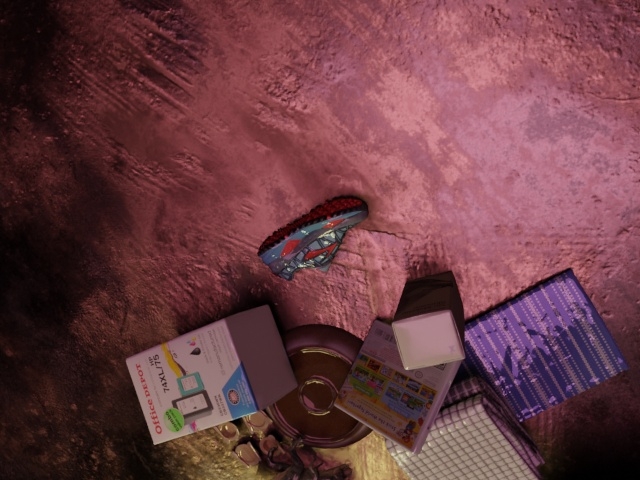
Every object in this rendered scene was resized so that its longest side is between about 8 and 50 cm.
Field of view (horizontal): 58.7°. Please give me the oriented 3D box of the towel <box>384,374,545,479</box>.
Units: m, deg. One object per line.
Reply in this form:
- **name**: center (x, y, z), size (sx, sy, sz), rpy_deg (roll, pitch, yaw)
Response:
- **towel**: center (0.299, 0.423, 1.172), size (0.235, 0.121, 0.284), rpy_deg (-33, 113, 21)

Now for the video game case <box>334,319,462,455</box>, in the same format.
- **video game case**: center (0.152, 0.289, 1.160), size (0.227, 0.026, 0.206), rpy_deg (17, 76, 47)

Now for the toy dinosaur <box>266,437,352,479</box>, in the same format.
- **toy dinosaur**: center (-0.069, 0.519, 1.285), size (0.268, 0.064, 0.118), rpy_deg (-17, 66, 5)

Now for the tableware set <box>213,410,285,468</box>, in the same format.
- **tableware set**: center (-0.167, 0.475, 1.365), size (0.168, 0.020, 0.141), rpy_deg (-31, 98, 26)

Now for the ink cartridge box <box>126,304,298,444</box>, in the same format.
- **ink cartridge box**: center (-0.232, 0.286, 1.234), size (0.270, 0.197, 0.198), rpy_deg (-24, 83, 21)

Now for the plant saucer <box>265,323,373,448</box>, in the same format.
- **plant saucer**: center (-0.004, 0.347, 1.304), size (0.310, 0.050, 0.311), rpy_deg (3, 101, 12)

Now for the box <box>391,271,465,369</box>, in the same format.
- **box**: center (0.213, 0.145, 1.095), size (0.113, 0.275, 0.094), rpy_deg (-16, 97, 15)

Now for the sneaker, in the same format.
- **sneaker**: center (0.000, 0.000, 1.219), size (0.261, 0.104, 0.125), rpy_deg (-27, 112, 20)

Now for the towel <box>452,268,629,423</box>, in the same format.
- **towel**: center (0.433, 0.242, 1.200), size (0.336, 0.040, 0.243), rpy_deg (-32, 92, 14)
